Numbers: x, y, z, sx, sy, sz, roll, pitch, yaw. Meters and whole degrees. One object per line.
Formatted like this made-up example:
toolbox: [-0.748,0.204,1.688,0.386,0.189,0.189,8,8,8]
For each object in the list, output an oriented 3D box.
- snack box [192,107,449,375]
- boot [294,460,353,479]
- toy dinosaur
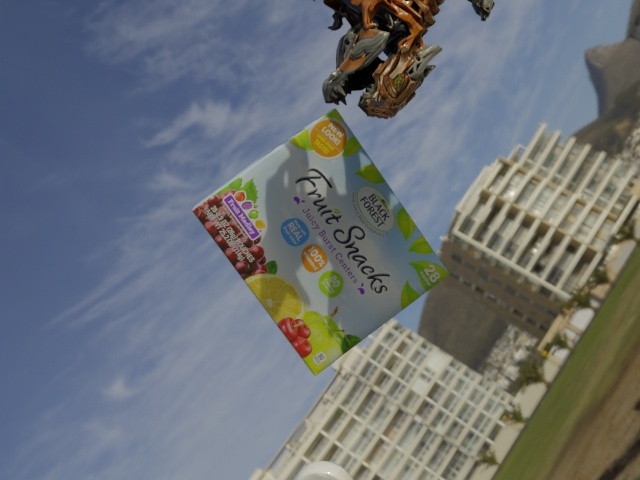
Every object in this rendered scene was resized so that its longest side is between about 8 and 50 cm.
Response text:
snack box: [0.000,0.000,0.726,0.174,0.207,0.070,-35,10,-5]
boot: [0.019,0.247,0.605,0.086,0.069,0.190,-57,-36,-62]
toy dinosaur: [0.037,-0.259,0.543,0.164,0.218,0.322,90,-168,-64]
